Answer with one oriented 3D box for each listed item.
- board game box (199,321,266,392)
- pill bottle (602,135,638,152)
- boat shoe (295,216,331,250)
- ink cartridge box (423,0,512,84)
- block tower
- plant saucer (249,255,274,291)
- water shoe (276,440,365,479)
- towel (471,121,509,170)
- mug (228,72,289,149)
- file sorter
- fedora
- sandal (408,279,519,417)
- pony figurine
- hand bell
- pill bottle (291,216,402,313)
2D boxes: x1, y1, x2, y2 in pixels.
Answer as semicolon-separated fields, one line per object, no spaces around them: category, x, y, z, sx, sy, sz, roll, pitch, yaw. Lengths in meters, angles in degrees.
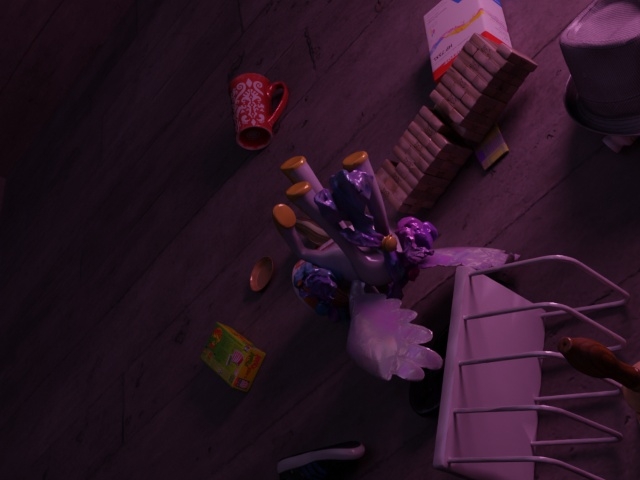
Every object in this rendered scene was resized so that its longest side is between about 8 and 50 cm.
board game box;-0.192;0.250;1.963;0.181;0.043;0.092;25;89;57
pill bottle;0.453;-0.169;1.332;0.083;0.043;0.043;-51;35;20
boat shoe;0.000;0.000;1.847;0.190;0.068;0.072;20;97;57
ink cartridge box;0.275;-0.363;1.686;0.134;0.078;0.231;-37;42;36
block tower;0.228;-0.203;1.589;0.335;0.091;0.097;-54;54;23
plant saucer;-0.126;0.076;2.015;0.083;0.015;0.083;-33;44;40
water shoe;0.009;0.399;1.572;0.203;0.073;0.080;-26;75;44
towel;0.296;-0.165;1.585;0.060;0.009;0.083;-44;38;27
mug;-0.160;-0.326;2.254;0.150;0.113;0.169;-39;44;37
file sorter;0.288;0.183;1.194;0.173;0.193;0.277;-15;57;46
fedora;0.440;-0.276;1.294;0.244;0.124;0.275;-39;27;11
sandal;0.212;0.164;1.437;0.254;0.054;0.097;-57;33;11
pony figurine;0.089;0.038;1.454;0.303;0.363;0.351;-41;23;-25
hand bell;0.356;0.159;1.061;0.126;0.242;0.126;-34;44;40
pill bottle;0.057;0.044;1.678;0.216;0.121;0.121;-34;43;38
